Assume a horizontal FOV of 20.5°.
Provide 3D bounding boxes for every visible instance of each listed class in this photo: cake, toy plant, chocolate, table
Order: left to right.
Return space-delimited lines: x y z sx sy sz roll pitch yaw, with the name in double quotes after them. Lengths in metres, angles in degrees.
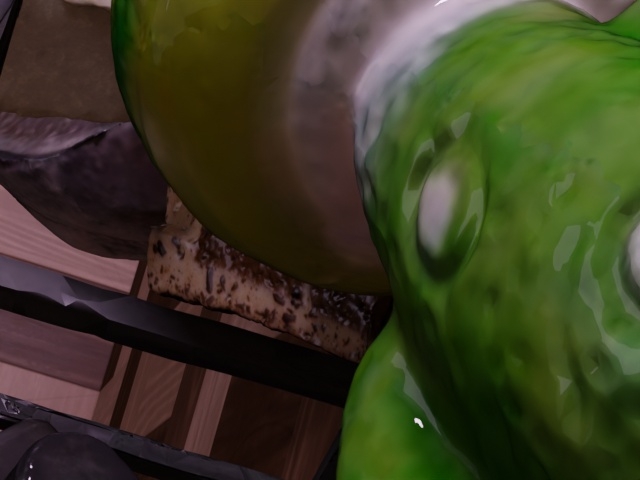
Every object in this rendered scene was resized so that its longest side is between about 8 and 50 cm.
-0.077 0.072 0.762 0.222 0.272 0.335 -81 13 -46 "table"
-0.132 -0.099 1.534 0.303 0.213 0.303 -22 34 16 "chocolate"
0.010 0.002 1.098 0.246 0.135 0.112 15 100 52 "cake"
0.065 -0.019 0.481 0.224 0.184 0.316 -48 37 13 "toy plant"

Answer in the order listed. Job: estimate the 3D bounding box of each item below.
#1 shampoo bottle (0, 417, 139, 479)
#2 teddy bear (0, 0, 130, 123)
-0.134 0.146 0.617 0.080 0.079 0.246 -31 -14 -49 "shampoo bottle"
-0.064 -0.227 1.131 0.327 0.375 0.362 -55 32 34 "teddy bear"
